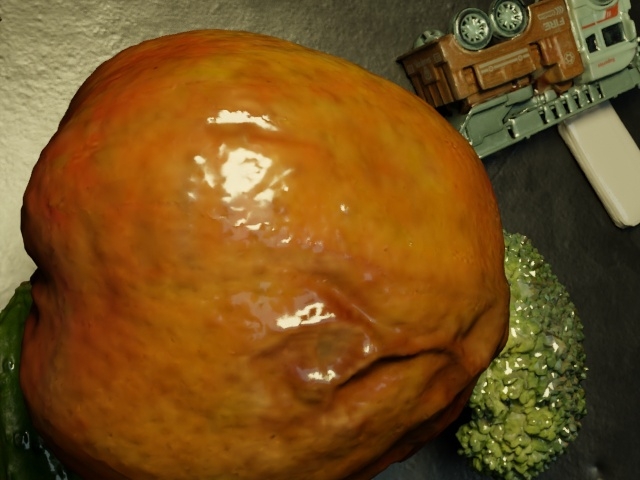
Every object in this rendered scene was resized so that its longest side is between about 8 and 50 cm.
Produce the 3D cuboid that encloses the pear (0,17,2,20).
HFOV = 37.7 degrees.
[{"bbox_3d":[-0.434,-0.304,1.001,0.216,0.180,0.166,34,37,-25],"label":"pear"}]

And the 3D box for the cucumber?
[{"bbox_3d":[-0.292,0.159,0.983,0.134,0.134,0.244,-11,76,-19],"label":"cucumber"}]

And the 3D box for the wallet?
[{"bbox_3d":[0.404,-0.112,1.303,0.095,0.033,0.190,-34,92,-22],"label":"wallet"}]

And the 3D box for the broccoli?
[{"bbox_3d":[0.198,0.120,1.095,0.260,0.235,0.288,18,40,-16],"label":"broccoli"}]

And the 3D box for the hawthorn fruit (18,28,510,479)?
[{"bbox_3d":[-0.046,0.036,0.868,0.472,0.472,0.471,3,78,-17],"label":"hawthorn fruit"}]

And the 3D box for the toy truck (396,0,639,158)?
[{"bbox_3d":[0.291,-0.238,1.243,0.338,0.133,0.184,-22,97,-17],"label":"toy truck"}]
